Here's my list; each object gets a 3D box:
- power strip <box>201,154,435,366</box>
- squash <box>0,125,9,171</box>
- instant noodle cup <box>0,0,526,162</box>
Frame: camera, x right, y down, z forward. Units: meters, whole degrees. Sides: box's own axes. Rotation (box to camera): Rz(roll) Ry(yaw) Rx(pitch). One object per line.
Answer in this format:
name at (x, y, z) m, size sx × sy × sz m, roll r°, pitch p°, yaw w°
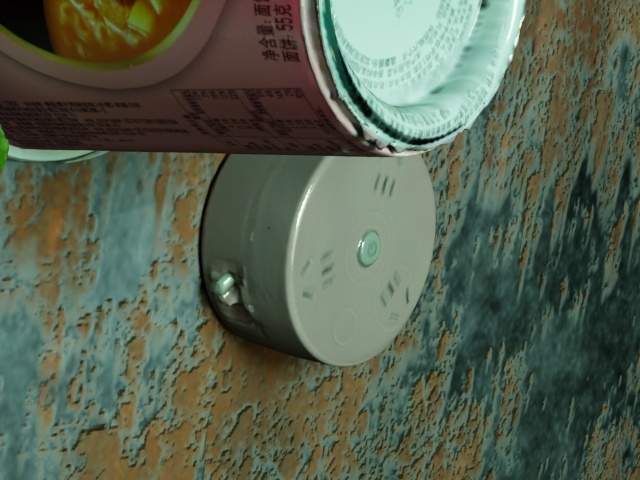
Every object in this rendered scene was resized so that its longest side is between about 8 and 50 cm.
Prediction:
power strip at (0.000, 0.000, 1.042) m, size 0.154 × 0.078 × 0.154 m, roll -20°, pitch 116°, yaw -48°
squash at (-0.251, -0.129, 0.664) m, size 0.107 × 0.107 × 0.395 m, roll -62°, pitch 141°, yaw -19°
instant noodle cup at (-0.045, -0.136, 0.805) m, size 0.244 × 0.255 × 0.244 m, roll -14°, pitch 108°, yaw -48°
